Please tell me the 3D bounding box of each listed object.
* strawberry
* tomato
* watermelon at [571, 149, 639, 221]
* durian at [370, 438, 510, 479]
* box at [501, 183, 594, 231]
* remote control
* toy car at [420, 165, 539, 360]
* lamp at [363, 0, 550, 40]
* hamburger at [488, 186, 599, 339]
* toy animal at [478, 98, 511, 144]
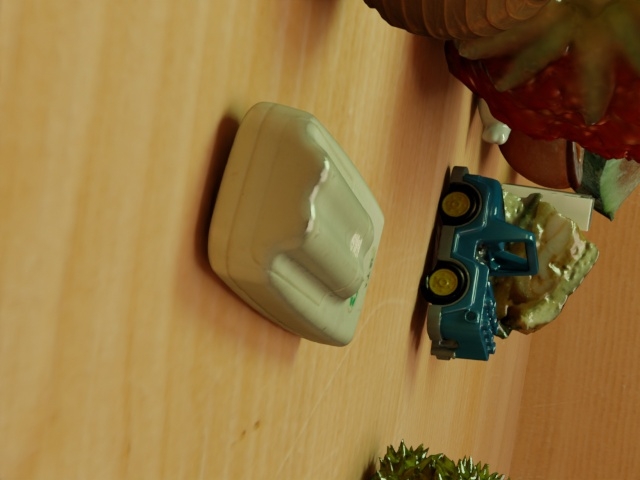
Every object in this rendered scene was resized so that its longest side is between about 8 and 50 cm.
[{"bbox_3d":[0.234,-0.209,0.989,0.343,0.292,0.292,-31,130,-79],"label":"strawberry"},{"bbox_3d":[0.265,-0.169,1.447,0.228,0.112,0.199,-50,139,-68],"label":"tomato"},{"bbox_3d":[0.449,-0.218,1.765,0.228,0.258,0.387,56,-15,38],"label":"watermelon"},{"bbox_3d":[0.095,0.281,0.968,0.237,0.176,0.200,-50,129,-43],"label":"durian"},{"bbox_3d":[0.322,-0.048,1.720,0.130,0.129,0.051,-13,112,-75],"label":"box"},{"bbox_3d":[-0.001,0.000,0.610,0.230,0.049,0.090,47,56,-75],"label":"remote control"},{"bbox_3d":[0.157,0.027,1.167,0.097,0.100,0.191,65,33,-61],"label":"toy car"},{"bbox_3d":[0.072,-0.168,0.616,0.136,0.136,0.136,10,90,-76],"label":"lamp"},{"bbox_3d":[0.196,0.026,1.336,0.155,0.135,0.207,-50,-175,-1],"label":"hamburger"},{"bbox_3d":[0.226,-0.215,1.210,0.282,0.140,0.138,87,7,-57],"label":"toy animal"}]
